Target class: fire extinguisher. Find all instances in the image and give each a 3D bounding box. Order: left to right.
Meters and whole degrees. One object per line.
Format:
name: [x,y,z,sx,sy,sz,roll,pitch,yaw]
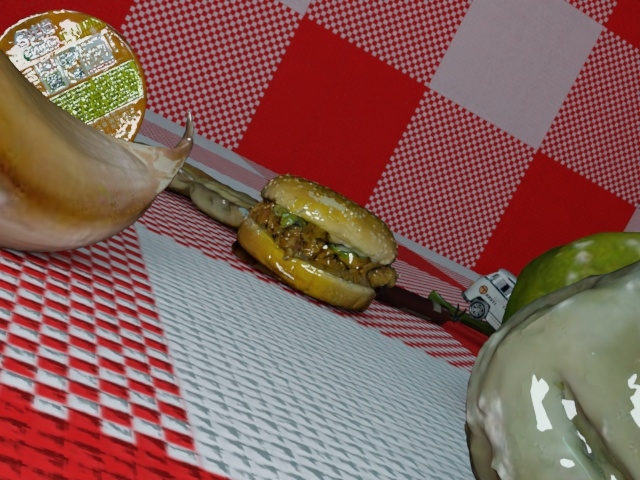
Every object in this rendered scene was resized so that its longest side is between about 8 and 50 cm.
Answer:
fire extinguisher: [0.135,0.092,1.238,0.173,0.035,0.049,23,-31,-36]

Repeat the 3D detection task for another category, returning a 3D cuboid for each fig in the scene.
fig: [0.290,0.108,0.840,0.233,0.233,0.314,30,1,26]

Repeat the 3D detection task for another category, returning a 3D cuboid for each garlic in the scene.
garlic: [-0.191,-0.048,0.566,0.115,0.128,0.206,-22,-30,32]

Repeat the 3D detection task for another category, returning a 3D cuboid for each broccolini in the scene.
broccolini: [0.265,0.135,1.377,0.051,0.054,0.239,1,20,-45]

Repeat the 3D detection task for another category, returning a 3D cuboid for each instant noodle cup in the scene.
instant noodle cup: [-0.283,-0.159,0.963,0.168,0.168,0.185,26,-1,-19]

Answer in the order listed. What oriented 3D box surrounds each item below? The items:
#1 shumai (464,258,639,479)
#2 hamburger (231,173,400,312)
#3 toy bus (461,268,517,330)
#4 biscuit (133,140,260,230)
shumai: [0.179,0.107,0.289,0.260,0.225,0.222,44,5,4]
hamburger: [0.006,0.003,0.996,0.191,0.118,0.182,31,8,-7]
toy bus: [0.294,0.120,1.259,0.194,0.089,0.087,48,15,28]
biscuit: [-0.173,-0.074,1.197,0.299,0.045,0.154,28,7,17]
